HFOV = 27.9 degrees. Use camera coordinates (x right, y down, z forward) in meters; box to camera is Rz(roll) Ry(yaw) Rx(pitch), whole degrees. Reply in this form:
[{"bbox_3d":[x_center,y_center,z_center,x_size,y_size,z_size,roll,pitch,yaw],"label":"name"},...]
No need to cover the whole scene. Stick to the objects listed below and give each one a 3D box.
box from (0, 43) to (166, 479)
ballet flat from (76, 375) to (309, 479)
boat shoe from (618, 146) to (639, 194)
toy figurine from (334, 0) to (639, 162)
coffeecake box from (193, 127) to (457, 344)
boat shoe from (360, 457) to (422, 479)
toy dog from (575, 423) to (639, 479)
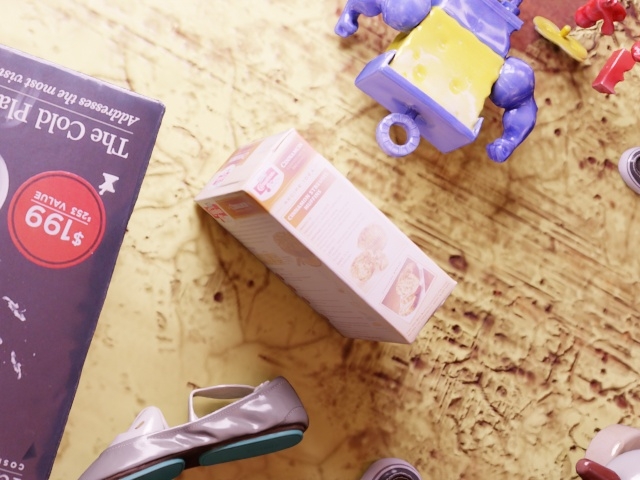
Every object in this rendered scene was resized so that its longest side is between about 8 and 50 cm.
[{"bbox_3d":[-0.329,-0.001,0.922,0.343,0.179,0.312,18,84,-19],"label":"box"},{"bbox_3d":[-0.115,0.163,1.066,0.213,0.072,0.068,-14,66,-21],"label":"ballet flat"},{"bbox_3d":[0.356,-0.054,1.250,0.142,0.040,0.049,23,81,-19],"label":"boat shoe"},{"bbox_3d":[0.099,-0.179,1.087,0.362,0.191,0.217,36,82,-15],"label":"toy figurine"},{"bbox_3d":[0.000,0.000,1.062,0.185,0.142,0.068,43,75,-15],"label":"coffeecake box"},{"bbox_3d":[0.068,0.307,1.116,0.080,0.076,0.228,7,86,-20],"label":"boat shoe"},{"bbox_3d":[0.256,0.315,1.127,0.161,0.220,0.333,19,65,-32],"label":"toy dog"}]
